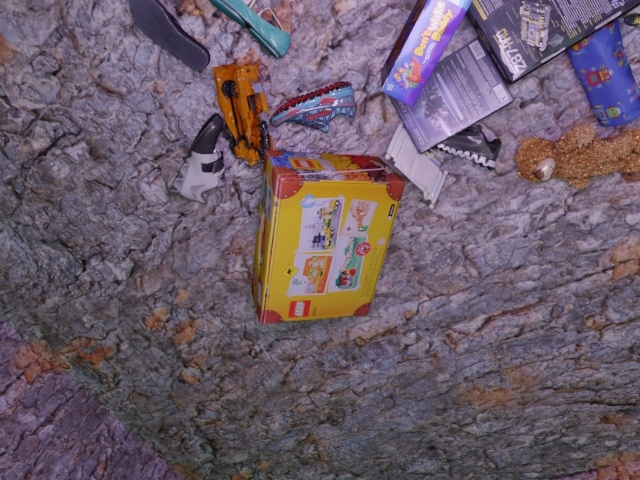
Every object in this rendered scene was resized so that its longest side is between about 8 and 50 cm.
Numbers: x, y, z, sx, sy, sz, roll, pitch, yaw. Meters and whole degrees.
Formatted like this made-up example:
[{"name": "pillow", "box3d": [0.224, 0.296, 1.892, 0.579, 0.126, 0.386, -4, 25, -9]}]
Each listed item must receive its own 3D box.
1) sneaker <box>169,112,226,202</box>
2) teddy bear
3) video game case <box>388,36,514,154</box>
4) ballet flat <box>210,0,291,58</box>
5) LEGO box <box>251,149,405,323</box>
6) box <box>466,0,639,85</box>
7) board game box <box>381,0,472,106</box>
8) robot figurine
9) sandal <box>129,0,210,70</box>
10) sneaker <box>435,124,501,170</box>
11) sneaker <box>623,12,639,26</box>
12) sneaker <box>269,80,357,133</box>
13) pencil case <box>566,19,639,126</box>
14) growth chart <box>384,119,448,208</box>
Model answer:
[{"name": "sneaker", "box3d": [-0.349, -0.249, 1.325, 0.146, 0.122, 0.330, 28, 131, -16]}, {"name": "teddy bear", "box3d": [0.724, -0.223, 1.158, 0.338, 0.113, 0.245, 3, 162, 1]}, {"name": "video game case", "box3d": [0.353, -0.392, 1.156, 0.274, 0.026, 0.196, -28, 88, 22]}, {"name": "ballet flat", "box3d": [-0.181, -0.604, 1.132, 0.247, 0.083, 0.087, 37, 93, -13]}, {"name": "LEGO box", "box3d": [0.000, 0.000, 1.297, 0.373, 0.193, 0.500, -1, 122, -20]}, {"name": "box", "box3d": [0.484, -0.615, 0.950, 0.318, 0.097, 0.395, -31, 91, 20]}, {"name": "board game box", "box3d": [0.232, -0.471, 0.986, 0.078, 0.347, 0.233, 26, 119, -6]}, {"name": "robot figurine", "box3d": [-0.217, -0.361, 1.229, 0.211, 0.085, 0.291, 19, 131, 39]}, {"name": "sandal", "box3d": [-0.425, -0.588, 1.186, 0.097, 0.054, 0.254, -32, 120, 30]}, {"name": "sneaker", "box3d": [0.416, -0.293, 1.219, 0.234, 0.078, 0.106, 22, 106, 2]}, {"name": "sneaker", "box3d": [0.803, -0.548, 1.043, 0.083, 0.035, 0.031, 8, 119, 3]}, {"name": "sneaker", "box3d": [-0.020, -0.362, 1.222, 0.262, 0.104, 0.125, -14, 118, 15]}, {"name": "pencil case", "box3d": [0.723, -0.444, 1.066, 0.306, 0.133, 0.119, 52, 152, -19]}, {"name": "growth chart", "box3d": [0.289, -0.230, 1.235, 0.237, 0.172, 0.021, 42, 153, -17]}]
